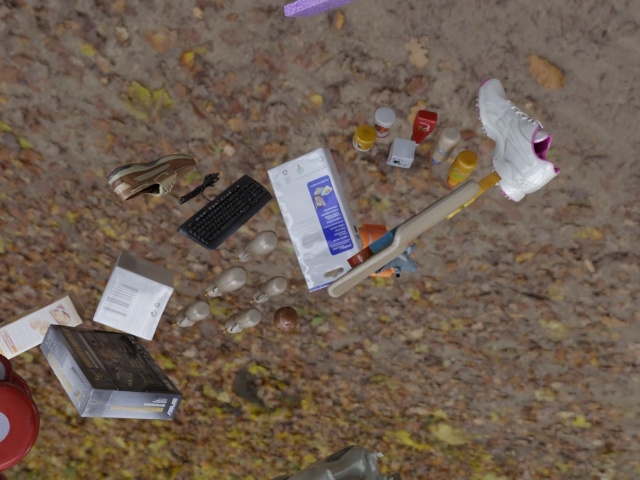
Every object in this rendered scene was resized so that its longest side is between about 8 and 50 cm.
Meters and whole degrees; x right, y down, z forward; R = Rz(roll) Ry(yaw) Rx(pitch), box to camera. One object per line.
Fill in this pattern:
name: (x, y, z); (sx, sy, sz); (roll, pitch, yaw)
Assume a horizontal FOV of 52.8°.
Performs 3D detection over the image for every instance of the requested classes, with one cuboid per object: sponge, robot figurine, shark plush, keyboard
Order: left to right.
keyboard: (-0.291, -0.105, 1.822); (0.202, 0.317, 0.033); (31, 133, 12)
sponge: (0.018, -0.624, 1.672); (0.210, 0.117, 0.031); (-5, 102, 39)
robot figurine: (0.163, 0.028, 1.921); (0.220, 0.157, 0.128); (9, 178, -18)
shark plush: (0.174, 0.051, 1.434); (0.073, 0.161, 0.067); (-15, 90, 24)

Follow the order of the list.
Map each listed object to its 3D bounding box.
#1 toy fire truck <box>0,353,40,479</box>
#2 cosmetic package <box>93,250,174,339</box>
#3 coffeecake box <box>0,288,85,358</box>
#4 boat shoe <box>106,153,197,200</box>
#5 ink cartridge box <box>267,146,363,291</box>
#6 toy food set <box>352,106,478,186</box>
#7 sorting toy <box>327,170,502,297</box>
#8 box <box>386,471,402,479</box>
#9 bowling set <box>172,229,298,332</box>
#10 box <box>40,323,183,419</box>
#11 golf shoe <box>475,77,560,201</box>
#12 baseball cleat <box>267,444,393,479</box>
toy fire truck: (-0.471, 0.260, 0.727); (0.254, 0.301, 0.169); (12, 172, -26)
cosmetic package: (-0.474, 0.138, 1.652); (0.152, 0.151, 0.184); (24, -174, -16)
coffeecake box: (-0.602, 0.179, 1.359); (0.068, 0.186, 0.142); (65, 164, -10)
boat shoe: (-0.562, -0.205, 2.196); (0.123, 0.324, 0.119); (-35, 79, 49)
ink cartridge box: (-0.003, -0.052, 1.625); (0.166, 0.065, 0.332); (-20, 86, 20)
toy food set: (0.175, -0.178, 1.235); (0.233, 0.111, 0.104); (9, 158, -3)
sorting toy: (0.159, -0.026, 1.065); (0.041, 0.307, 0.229); (54, 143, 7)
box: (0.006, 0.478, 1.056); (0.270, 0.060, 0.216); (-25, 167, 9)
bowling set: (-0.158, 0.136, 1.375); (0.199, 0.287, 0.154); (51, 148, -8)
box: (-0.387, 0.242, 1.189); (0.183, 0.056, 0.231); (17, -169, -45)
golf shoe: (0.443, -0.242, 1.442); (0.140, 0.306, 0.115); (-25, 156, 37)
baseball cleat: (-0.009, 0.226, 0.576); (0.110, 0.072, 0.206); (-18, 157, 17)
